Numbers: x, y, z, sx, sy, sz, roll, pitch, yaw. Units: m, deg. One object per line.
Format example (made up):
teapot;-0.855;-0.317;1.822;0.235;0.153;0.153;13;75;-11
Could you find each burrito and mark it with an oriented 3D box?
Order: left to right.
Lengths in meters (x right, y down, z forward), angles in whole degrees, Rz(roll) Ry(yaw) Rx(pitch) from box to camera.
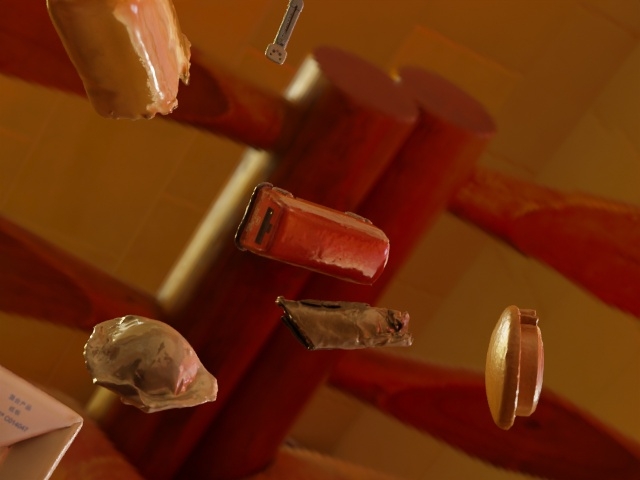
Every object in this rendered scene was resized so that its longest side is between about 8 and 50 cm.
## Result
burrito;0.025;0.092;1.429;0.149;0.041;0.055;5;69;-4

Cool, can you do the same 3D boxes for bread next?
bread;-0.180;-0.205;1.210;0.085;0.173;0.134;-1;51;16

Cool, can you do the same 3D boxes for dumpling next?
dumpling;-0.223;0.166;1.682;0.188;0.108;0.127;34;42;16

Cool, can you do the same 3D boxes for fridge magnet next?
fridge magnet;0.221;0.145;1.522;0.063;0.143;0.143;4;28;2

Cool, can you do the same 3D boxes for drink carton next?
drink carton;-0.339;0.190;1.125;0.132;0.194;0.324;38;-18;-21

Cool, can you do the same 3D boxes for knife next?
knife;-0.043;-0.269;1.694;0.027;0.096;0.010;27;-17;-19

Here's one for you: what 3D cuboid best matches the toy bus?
toy bus;0.000;0.000;1.452;0.174;0.079;0.077;18;7;-33
